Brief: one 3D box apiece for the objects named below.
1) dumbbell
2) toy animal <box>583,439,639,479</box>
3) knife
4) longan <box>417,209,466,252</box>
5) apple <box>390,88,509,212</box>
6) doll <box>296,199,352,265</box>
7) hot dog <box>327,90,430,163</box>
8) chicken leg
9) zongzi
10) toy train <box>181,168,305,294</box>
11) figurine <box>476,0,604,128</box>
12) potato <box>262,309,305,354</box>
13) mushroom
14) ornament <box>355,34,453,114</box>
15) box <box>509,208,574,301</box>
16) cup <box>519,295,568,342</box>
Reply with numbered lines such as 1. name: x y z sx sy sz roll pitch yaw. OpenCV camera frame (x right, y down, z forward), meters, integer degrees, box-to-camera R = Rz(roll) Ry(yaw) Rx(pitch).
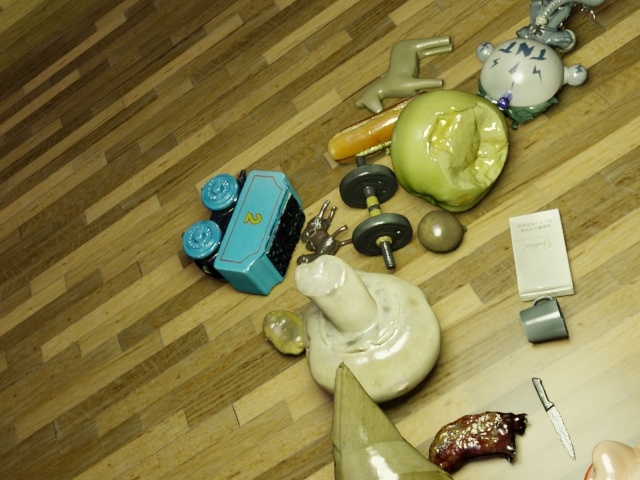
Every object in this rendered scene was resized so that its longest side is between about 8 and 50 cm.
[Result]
1. dumbbell: 0.130 -0.072 1.588 0.143 0.143 0.325 -23 56 14
2. toy animal: 0.528 0.420 1.107 0.198 0.171 0.171 -33 44 53
3. knife: 0.452 0.340 1.285 0.023 0.010 0.170 -29 56 17
4. longan: 0.278 -0.022 1.522 0.119 0.106 0.106 -13 48 -27
5. apple: 0.287 -0.209 1.518 0.279 0.279 0.279 -12 59 21
6. doll: 0.000 0.000 1.672 0.165 0.057 0.139 -40 56 8
7. hot dog: 0.180 -0.277 1.687 0.337 0.135 0.100 -23 78 15
8. chicken leg: 0.298 0.394 1.302 0.234 0.063 0.105 -21 52 18
9. zongzi: 0.229 0.435 1.110 0.500 0.218 0.466 -8 85 34
10. toy train: -0.186 -0.032 1.708 0.265 0.188 0.300 6 64 24
11. figurine: 0.506 -0.451 1.586 0.261 0.186 0.381 20 78 39
12. potato: -0.079 0.219 1.581 0.091 0.070 0.138 -47 55 -9
13. mushroom: 0.073 0.169 1.370 0.315 0.336 0.314 -19 47 22
14. ornament: 0.221 -0.439 1.793 0.245 0.061 0.230 0 66 26
15. box: 0.472 0.030 1.431 0.109 0.029 0.198 -11 58 21
16. cup: 0.450 0.156 1.350 0.077 0.078 0.100 -19 38 22
